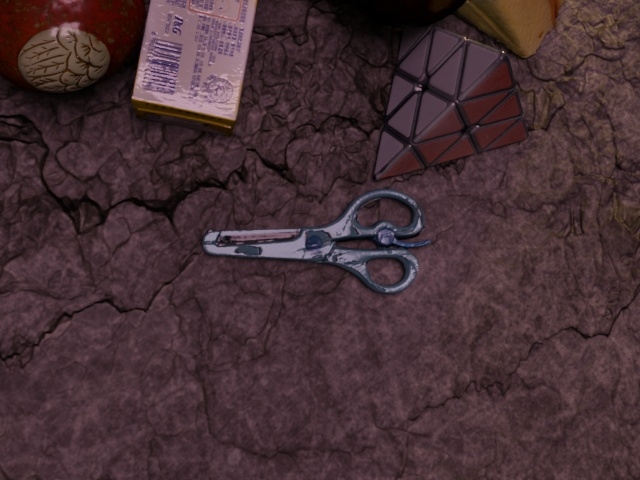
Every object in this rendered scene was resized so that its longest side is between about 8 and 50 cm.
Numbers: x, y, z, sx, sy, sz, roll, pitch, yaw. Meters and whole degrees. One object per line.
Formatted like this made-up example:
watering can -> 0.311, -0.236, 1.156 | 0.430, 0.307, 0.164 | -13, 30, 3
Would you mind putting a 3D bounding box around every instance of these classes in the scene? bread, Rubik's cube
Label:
bread -> 0.364, -0.467, 1.294 | 0.178, 0.135, 0.240 | 45, 73, -40
Rubik's cube -> 0.224, -0.238, 1.177 | 0.228, 0.229, 0.233 | 8, 123, 23

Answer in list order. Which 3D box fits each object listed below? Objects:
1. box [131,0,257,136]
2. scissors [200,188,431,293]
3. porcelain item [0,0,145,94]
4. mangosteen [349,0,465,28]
box -> -0.196, -0.315, 1.108 | 0.168, 0.097, 0.265 | 9, 82, -12
scissors -> 0.000, 0.000, 1.152 | 0.393, 0.032, 0.180 | 1, 83, -13
porcelain item -> -0.384, -0.344, 0.985 | 0.253, 0.253, 0.253 | 2, 83, -13
mangosteen -> 0.107, -0.497, 1.102 | 0.359, 0.306, 0.306 | 0, 84, -2
